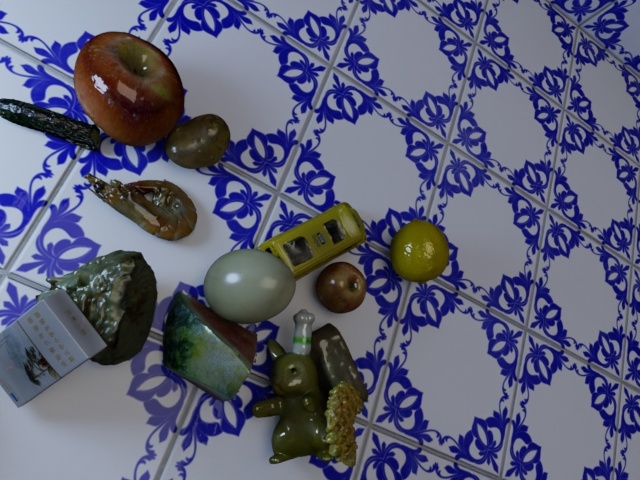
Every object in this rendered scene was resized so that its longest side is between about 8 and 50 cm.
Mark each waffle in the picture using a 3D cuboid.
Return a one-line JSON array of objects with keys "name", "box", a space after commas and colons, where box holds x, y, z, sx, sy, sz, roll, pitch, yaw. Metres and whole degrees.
[{"name": "waffle", "box": [0.064, 0.434, 1.233, 0.149, 0.051, 0.194, 48, 35, -40]}]

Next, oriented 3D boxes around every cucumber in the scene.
[{"name": "cucumber", "box": [-0.652, -0.284, 1.226, 0.245, 0.067, 0.067, 18, 69, -23]}]

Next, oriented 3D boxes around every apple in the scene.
[{"name": "apple", "box": [-0.468, -0.368, 1.262, 0.271, 0.206, 0.252, 39, 48, -11]}, {"name": "apple", "box": [0.059, 0.131, 1.429, 0.146, 0.131, 0.147, 3, 84, -26]}]

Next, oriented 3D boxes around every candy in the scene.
[{"name": "candy", "box": [0.036, 0.347, 1.381, 0.104, 0.102, 0.234, -24, 90, -30]}]

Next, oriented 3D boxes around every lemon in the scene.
[{"name": "lemon", "box": [0.297, 0.031, 1.553, 0.178, 0.178, 0.203, -1, 78, -27]}]

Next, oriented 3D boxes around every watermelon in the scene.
[{"name": "watermelon", "box": [-0.250, 0.253, 1.226, 0.309, 0.232, 0.193, 19, 63, 28]}]

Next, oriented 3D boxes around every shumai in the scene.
[{"name": "shumai", "box": [-0.499, 0.142, 1.151, 0.217, 0.189, 0.256, 9, 78, -2]}]

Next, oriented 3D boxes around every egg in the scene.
[{"name": "egg", "box": [-0.175, 0.113, 1.267, 0.186, 0.241, 0.186, 5, 84, -61]}]

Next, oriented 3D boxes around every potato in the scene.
[{"name": "potato", "box": [-0.322, -0.259, 1.355, 0.175, 0.137, 0.137, -23, 87, -8]}]

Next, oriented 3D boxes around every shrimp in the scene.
[{"name": "shrimp", "box": [-0.439, -0.108, 1.287, 0.287, 0.063, 0.152, 33, 62, -19]}]

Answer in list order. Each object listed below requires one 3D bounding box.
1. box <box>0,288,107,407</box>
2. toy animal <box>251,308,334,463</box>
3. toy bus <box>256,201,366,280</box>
[{"name": "box", "box": [-0.572, 0.223, 1.049, 0.150, 0.233, 0.067, 56, 19, -3]}, {"name": "toy animal", "box": [-0.068, 0.372, 1.273, 0.180, 0.180, 0.364, -18, 90, -64]}, {"name": "toy bus", "box": [0.000, 0.000, 1.427, 0.331, 0.151, 0.145, -29, 88, -29]}]
